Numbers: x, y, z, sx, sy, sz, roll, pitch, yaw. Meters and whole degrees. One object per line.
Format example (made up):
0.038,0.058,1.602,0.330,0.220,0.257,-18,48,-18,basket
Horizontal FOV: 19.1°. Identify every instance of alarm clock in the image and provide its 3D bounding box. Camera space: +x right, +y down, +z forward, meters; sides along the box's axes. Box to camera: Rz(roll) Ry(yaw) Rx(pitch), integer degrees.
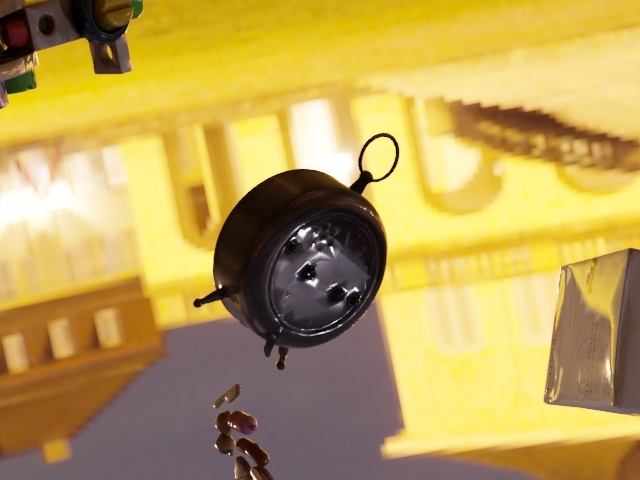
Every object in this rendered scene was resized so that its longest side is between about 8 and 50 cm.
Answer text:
0.000,0.000,1.415,0.129,0.192,0.064,39,173,-40,alarm clock

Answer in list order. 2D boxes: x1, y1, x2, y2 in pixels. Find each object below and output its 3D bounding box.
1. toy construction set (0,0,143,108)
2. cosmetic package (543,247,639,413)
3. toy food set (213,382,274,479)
-0.309,-0.227,1.744,0.237,0.308,0.257,-25,174,-36,toy construction set
0.231,0.072,1.407,0.086,0.117,0.231,8,174,-6,cosmetic package
-0.077,0.207,1.871,0.019,0.122,0.078,-13,162,-36,toy food set
